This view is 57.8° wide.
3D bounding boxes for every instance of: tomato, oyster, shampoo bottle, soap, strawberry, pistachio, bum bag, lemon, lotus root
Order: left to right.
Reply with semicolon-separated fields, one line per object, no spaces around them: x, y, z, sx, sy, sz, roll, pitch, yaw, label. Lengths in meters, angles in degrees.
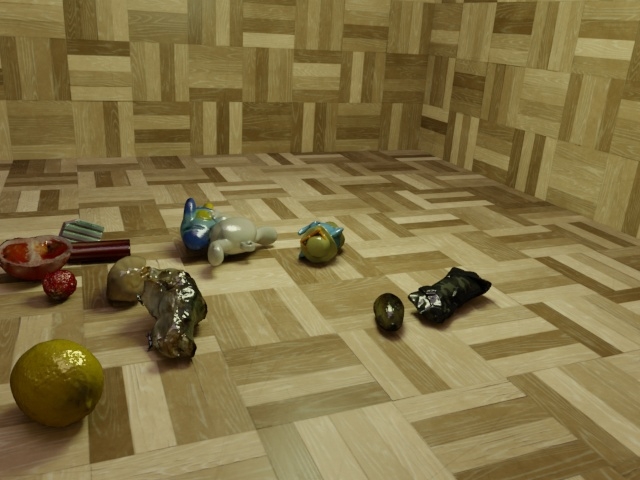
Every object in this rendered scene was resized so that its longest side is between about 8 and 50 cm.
-0.913;0.072;1.856;0.227;0.112;0.199;-6;30;-26;tomato
-0.554;0.300;1.223;0.180;0.181;0.193;-9;45;-30;lemon
-0.781;0.137;1.737;0.106;0.106;0.106;3;20;-1;strawberry
-0.885;-0.025;2.131;0.056;0.100;0.149;16;-2;44;soap
-0.803;0.036;2.032;0.260;0.065;0.102;-3;22;-18;shampoo bottle
-0.588;0.113;1.784;0.152;0.126;0.223;-32;19;7;pistachio
-0.401;0.192;1.571;0.197;0.133;0.337;24;29;-22;oyster
0.204;0.208;1.715;0.089;0.081;0.179;1;20;-2;lotus root
0.407;0.168;1.844;0.144;0.095;0.340;28;37;35;bum bag

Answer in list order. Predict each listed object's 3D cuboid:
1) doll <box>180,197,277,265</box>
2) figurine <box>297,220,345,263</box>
-0.390;-0.026;2.149;0.365;0.187;0.376;23;4;23;doll
0.003;0.003;2.185;0.179;0.154;0.262;-5;3;3;figurine
